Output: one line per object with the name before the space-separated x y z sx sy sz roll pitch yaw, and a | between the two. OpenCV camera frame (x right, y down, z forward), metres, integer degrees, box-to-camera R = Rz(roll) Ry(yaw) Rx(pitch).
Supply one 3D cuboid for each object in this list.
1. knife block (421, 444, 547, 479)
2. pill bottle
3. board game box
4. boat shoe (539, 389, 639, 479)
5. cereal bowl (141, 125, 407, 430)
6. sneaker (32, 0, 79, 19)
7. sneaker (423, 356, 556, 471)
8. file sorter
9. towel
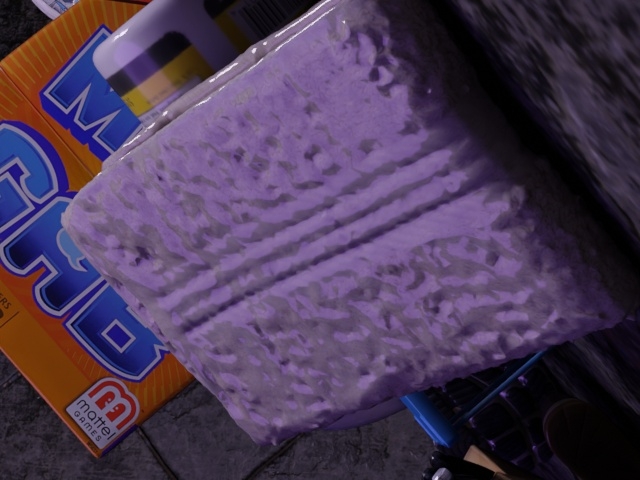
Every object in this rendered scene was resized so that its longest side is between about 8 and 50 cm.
knife block | 0.173 0.235 0.936 0.276 0.088 0.242 27 -178 -11
pill bottle | -0.015 -0.057 0.729 0.208 0.119 0.119 51 176 -12
board game box | -0.212 -0.038 1.454 0.356 0.356 0.356 50 177 -5
boat shoe | 0.201 0.155 0.897 0.152 0.056 0.049 52 -171 -19
cereal bowl | -0.053 0.019 1.138 0.339 0.141 0.339 57 -170 -15
sneaker | -0.316 -0.341 1.870 0.283 0.110 0.122 47 158 8
sneaker | 0.107 0.076 1.050 0.275 0.107 0.110 56 -167 -24
file sorter | 0.064 0.040 0.892 0.170 0.104 0.118 49 176 7
towel | 0.000 0.000 0.642 0.187 0.049 0.282 49 139 -13
